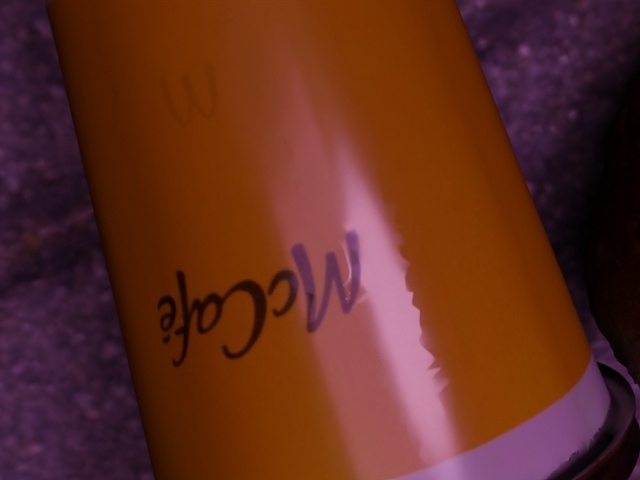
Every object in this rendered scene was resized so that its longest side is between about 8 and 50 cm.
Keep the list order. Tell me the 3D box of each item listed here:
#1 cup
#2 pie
[{"bbox_3d":[0.000,0.000,0.387,0.197,0.196,0.279,-17,99,-2],"label":"cup"},{"bbox_3d":[0.163,-0.028,0.407,0.079,0.163,0.193,23,88,-1],"label":"pie"}]
